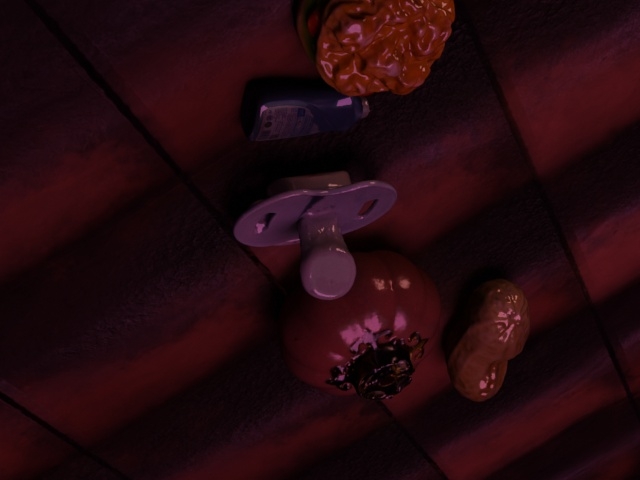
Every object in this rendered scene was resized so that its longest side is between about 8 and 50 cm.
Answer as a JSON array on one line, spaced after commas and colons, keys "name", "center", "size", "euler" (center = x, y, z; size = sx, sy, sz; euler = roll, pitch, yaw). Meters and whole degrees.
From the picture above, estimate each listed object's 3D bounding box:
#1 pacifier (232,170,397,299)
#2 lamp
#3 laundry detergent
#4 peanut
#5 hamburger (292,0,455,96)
[{"name": "pacifier", "center": [0.000, 0.000, 1.863], "size": [0.279, 0.207, 0.227], "euler": [-8, 155, -22]}, {"name": "lamp", "center": [0.078, 0.163, 2.054], "size": [0.305, 0.239, 0.305], "euler": [-16, 141, -13]}, {"name": "laundry detergent", "center": [-0.014, -0.198, 1.744], "size": [0.206, 0.061, 0.096], "euler": [-6, 135, -25]}, {"name": "peanut", "center": [0.334, 0.203, 2.323], "size": [0.147, 0.147, 0.305], "euler": [-4, 138, -26]}, {"name": "hamburger", "center": [0.085, -0.297, 1.624], "size": [0.237, 0.149, 0.237], "euler": [-17, 140, -15]}]
